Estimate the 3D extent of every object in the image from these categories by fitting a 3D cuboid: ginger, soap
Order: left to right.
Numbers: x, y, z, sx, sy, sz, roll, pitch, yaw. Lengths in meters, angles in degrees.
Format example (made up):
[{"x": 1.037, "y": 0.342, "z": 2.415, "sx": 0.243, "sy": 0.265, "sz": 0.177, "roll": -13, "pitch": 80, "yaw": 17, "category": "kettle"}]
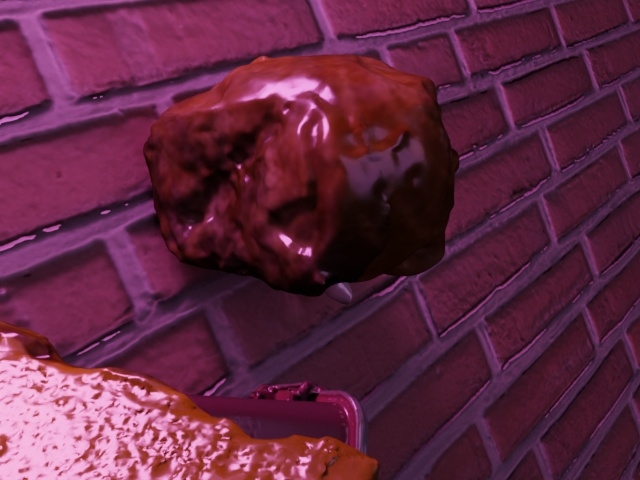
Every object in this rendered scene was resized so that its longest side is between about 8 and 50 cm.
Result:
[{"x": -0.182, "y": 0.111, "z": 0.401, "sx": 0.304, "sy": 0.339, "sz": 0.169, "roll": 54, "pitch": 33, "yaw": -17, "category": "soap"}, {"x": -0.003, "y": -0.072, "z": 0.699, "sx": 0.223, "sy": 0.269, "sz": 0.200, "roll": -19, "pitch": 116, "yaw": -46, "category": "ginger"}]

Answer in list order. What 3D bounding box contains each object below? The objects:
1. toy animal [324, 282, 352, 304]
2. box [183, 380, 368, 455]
[{"x": -0.006, "y": 0.000, "z": 0.818, "sx": 0.071, "sy": 0.085, "sz": 0.124, "roll": 34, "pitch": 61, "yaw": -55, "category": "toy animal"}, {"x": -0.085, "y": 0.255, "z": 0.598, "sx": 0.168, "sy": 0.193, "sz": 0.293, "roll": 15, "pitch": 70, "yaw": -33, "category": "box"}]
